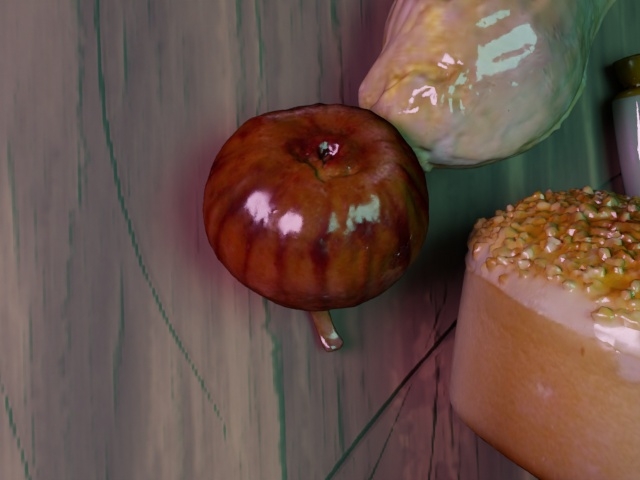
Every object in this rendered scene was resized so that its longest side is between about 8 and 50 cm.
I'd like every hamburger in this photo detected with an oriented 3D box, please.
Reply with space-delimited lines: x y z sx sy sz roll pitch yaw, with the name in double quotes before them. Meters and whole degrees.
"hamburger" 0.217 0.068 0.659 0.302 0.302 0.170 14 96 -32

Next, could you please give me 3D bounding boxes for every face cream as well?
"face cream" 0.262 -0.054 0.833 0.072 0.051 0.182 -10 91 -30

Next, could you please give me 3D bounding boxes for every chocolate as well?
"chocolate" 0.133 -0.164 0.711 0.134 0.134 0.309 46 63 -22

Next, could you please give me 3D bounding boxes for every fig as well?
"fig" 0.007 -0.012 0.626 0.150 0.128 0.128 39 65 -46
